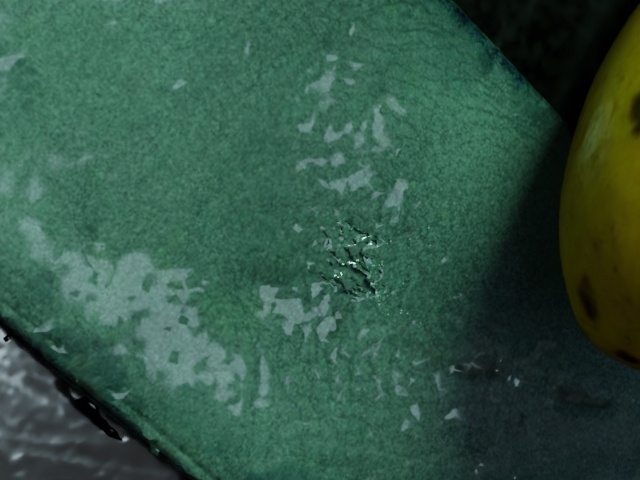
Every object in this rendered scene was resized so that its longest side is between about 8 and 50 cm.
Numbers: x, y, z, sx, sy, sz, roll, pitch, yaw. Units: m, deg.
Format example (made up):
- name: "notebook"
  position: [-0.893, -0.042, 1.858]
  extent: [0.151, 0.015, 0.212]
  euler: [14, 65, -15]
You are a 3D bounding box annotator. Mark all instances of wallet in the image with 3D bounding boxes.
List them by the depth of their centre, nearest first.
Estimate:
- name: "wallet"
  position: [0.000, 0.000, 0.666]
  extent: [0.379, 0.046, 0.190]
  euler: [43, 81, -25]

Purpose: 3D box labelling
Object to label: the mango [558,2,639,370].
- name: "mango"
  position: [0.202, -0.057, 0.634]
  extent: [0.290, 0.191, 0.160]
  euler: [-29, 130, 3]
